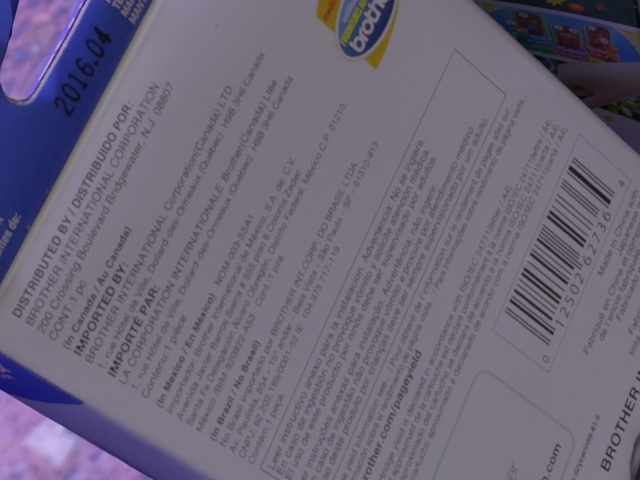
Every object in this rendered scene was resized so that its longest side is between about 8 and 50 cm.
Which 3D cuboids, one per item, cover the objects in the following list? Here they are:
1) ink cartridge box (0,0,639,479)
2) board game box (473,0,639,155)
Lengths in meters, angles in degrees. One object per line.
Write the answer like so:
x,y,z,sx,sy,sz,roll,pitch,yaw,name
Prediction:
0.000,0.000,0.539,0.065,0.311,0.186,2,61,50,ink cartridge box
0.012,-0.141,0.594,0.224,0.303,0.098,7,66,20,board game box
